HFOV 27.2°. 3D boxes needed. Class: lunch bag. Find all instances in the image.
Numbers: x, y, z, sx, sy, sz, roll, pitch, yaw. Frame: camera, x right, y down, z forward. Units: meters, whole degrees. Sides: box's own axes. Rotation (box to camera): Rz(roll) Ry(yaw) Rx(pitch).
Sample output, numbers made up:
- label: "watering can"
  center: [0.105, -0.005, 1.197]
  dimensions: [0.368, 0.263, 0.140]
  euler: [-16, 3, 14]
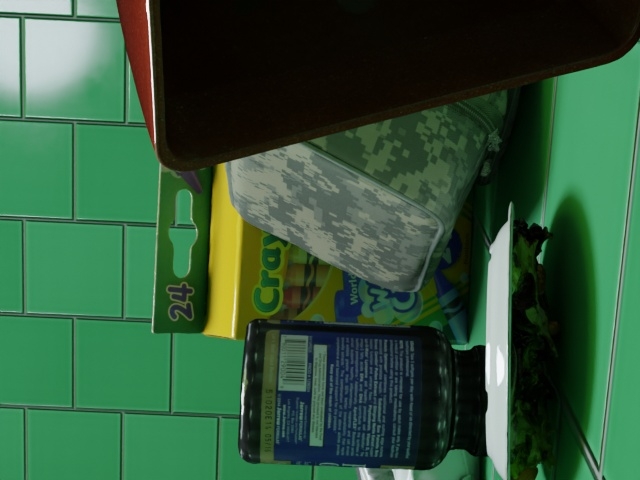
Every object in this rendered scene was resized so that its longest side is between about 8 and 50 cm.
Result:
- label: "lunch bag"
  center: [0.063, -0.125, 1.125]
  dimensions: [0.305, 0.213, 0.256]
  euler: [93, -157, -74]

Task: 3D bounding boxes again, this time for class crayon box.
- label: "crayon box"
  center: [0.000, 0.000, 1.324]
  dimensions: [0.083, 0.323, 0.203]
  euler: [0, 88, 62]

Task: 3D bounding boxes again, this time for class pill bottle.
- label: "pill bottle"
  center: [0.044, 0.130, 1.112]
  dimensions: [0.123, 0.219, 0.122]
  euler: [-177, 90, -90]

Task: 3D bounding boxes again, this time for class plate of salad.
- label: "plate of salad"
  center: [0.136, 0.073, 0.884]
  dimensions: [0.200, 0.048, 0.199]
  euler: [1, -90, -80]

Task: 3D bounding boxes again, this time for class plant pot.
- label: "plant pot"
  center: [0.007, -0.233, 0.638]
  dimensions: [0.267, 0.267, 0.235]
  euler: [94, 154, -47]

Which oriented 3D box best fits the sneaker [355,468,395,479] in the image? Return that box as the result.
- label: "sneaker"
  center: [0.081, 0.279, 1.501]
  dimensions: [0.180, 0.125, 0.321]
  euler: [95, 177, -57]

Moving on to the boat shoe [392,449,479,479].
- label: "boat shoe"
  center: [0.117, 0.246, 1.214]
  dimensions: [0.076, 0.083, 0.226]
  euler: [-133, 32, -73]
